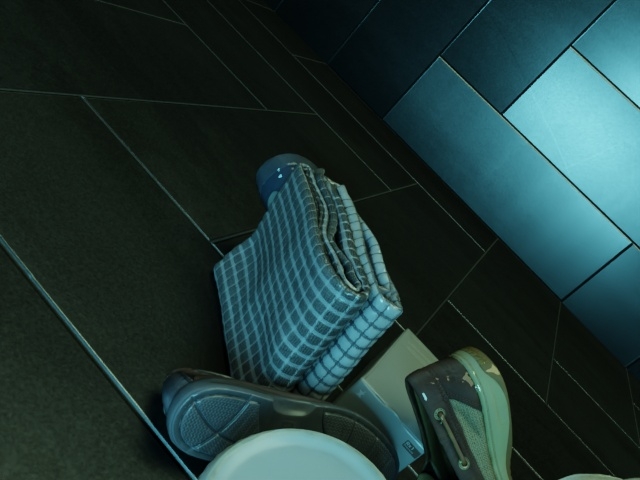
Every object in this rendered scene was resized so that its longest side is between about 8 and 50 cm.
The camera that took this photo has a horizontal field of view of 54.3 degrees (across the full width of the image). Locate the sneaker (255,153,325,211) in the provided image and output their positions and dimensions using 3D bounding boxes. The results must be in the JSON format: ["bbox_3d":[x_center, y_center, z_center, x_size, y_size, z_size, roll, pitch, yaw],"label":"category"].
[{"bbox_3d":[0.000,0.000,0.995,0.319,0.112,0.131,57,8,-47],"label":"sneaker"}]

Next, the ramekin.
[{"bbox_3d":[-0.024,0.257,0.522,0.207,0.109,0.207,10,31,-6],"label":"ramekin"}]

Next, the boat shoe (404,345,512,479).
[{"bbox_3d":[0.162,0.301,0.743,0.123,0.342,0.123,-14,15,-19],"label":"boat shoe"}]

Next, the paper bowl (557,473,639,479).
[{"bbox_3d":[0.318,0.338,0.567,0.284,0.148,0.284,16,29,-9],"label":"paper bowl"}]

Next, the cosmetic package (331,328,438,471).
[{"bbox_3d":[0.108,0.232,0.909,0.127,0.107,0.238,48,26,11],"label":"cosmetic package"}]

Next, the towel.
[{"bbox_3d":[-0.033,0.057,0.809,0.121,0.235,0.283,19,31,-28],"label":"towel"}]

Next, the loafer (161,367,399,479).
[{"bbox_3d":[-0.038,0.209,0.701,0.302,0.109,0.095,29,0,-30],"label":"loafer"}]
